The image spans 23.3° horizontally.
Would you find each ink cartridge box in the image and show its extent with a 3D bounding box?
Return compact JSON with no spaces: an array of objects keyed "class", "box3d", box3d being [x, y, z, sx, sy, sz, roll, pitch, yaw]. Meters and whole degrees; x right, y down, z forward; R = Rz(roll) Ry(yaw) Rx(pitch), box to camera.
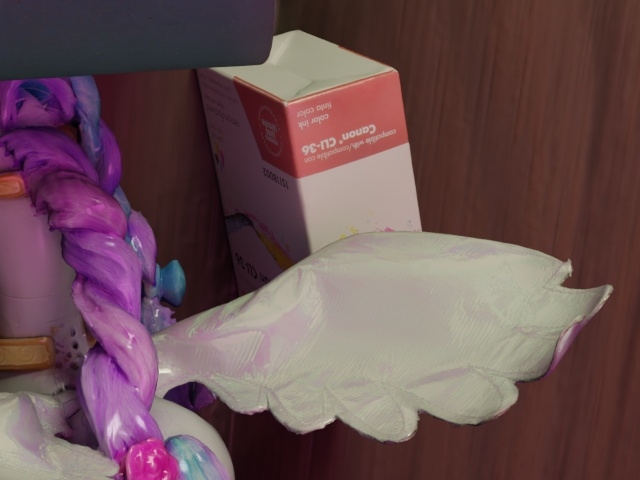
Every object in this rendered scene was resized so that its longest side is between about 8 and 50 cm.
[{"class":"ink cartridge box","box3d":[0.000,0.000,0.818,0.067,0.115,0.198,-20,115,-21]}]

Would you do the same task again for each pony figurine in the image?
[{"class":"pony figurine","box3d":[-0.086,0.101,0.689,0.303,0.351,0.363,-20,120,-36]}]

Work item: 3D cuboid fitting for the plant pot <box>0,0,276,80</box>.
[{"class":"plant pot","box3d":[-0.160,-0.193,0.582,0.235,0.293,0.293,-10,112,-7]}]
